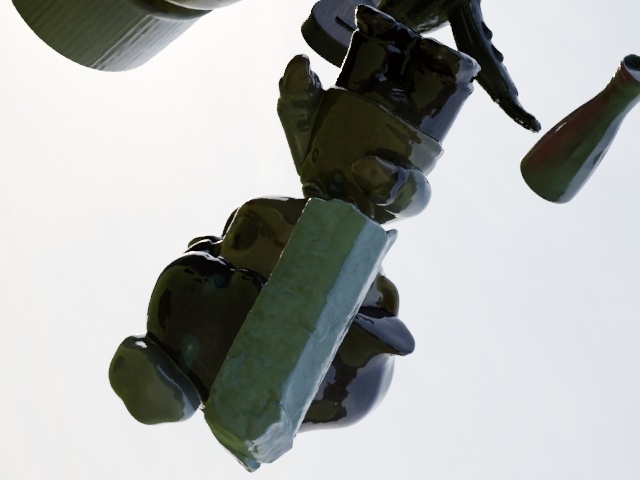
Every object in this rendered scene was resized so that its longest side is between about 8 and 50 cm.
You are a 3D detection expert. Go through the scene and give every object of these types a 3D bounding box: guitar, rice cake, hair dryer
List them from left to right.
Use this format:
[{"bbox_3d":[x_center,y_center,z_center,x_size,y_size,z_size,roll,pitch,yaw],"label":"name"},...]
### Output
[{"bbox_3d":[-0.016,0.060,1.116,0.063,0.206,0.069,19,-20,21],"label":"rice cake"},{"bbox_3d":[0.061,-0.271,1.658,0.084,0.271,0.038,35,-42,-5],"label":"guitar"},{"bbox_3d":[0.163,-0.190,1.416,0.195,0.075,0.219,-34,-118,23],"label":"hair dryer"}]

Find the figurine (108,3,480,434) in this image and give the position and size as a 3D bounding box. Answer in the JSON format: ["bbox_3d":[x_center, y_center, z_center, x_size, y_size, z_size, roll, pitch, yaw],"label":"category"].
[{"bbox_3d":[0.000,-0.002,1.295,0.218,0.206,0.365,26,-73,5],"label":"figurine"}]

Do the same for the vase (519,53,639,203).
[{"bbox_3d":[0.344,-0.143,2.010,0.214,0.086,0.086,-52,-123,39],"label":"vase"}]

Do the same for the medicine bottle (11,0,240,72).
[{"bbox_3d":[-0.108,-0.319,1.400,0.384,0.224,0.224,-34,-107,41],"label":"medicine bottle"}]
